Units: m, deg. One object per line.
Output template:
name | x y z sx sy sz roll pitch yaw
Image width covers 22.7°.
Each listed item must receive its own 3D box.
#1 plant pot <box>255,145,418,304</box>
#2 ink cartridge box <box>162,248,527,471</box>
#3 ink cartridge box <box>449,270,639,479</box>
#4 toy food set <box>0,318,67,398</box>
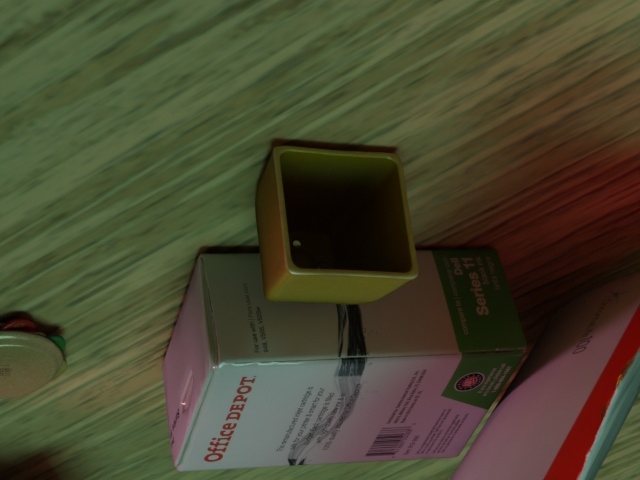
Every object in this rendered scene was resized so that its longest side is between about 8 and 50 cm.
plant pot | 0.000 0.000 0.950 0.081 0.081 0.083 3 155 -22
ink cartridge box | 0.009 0.080 1.062 0.208 0.087 0.153 -1 146 -18
ink cartridge box | 0.140 0.114 1.001 0.091 0.308 0.385 27 132 13
toy food set | -0.209 0.078 1.052 0.083 0.020 0.082 -7 147 -7
